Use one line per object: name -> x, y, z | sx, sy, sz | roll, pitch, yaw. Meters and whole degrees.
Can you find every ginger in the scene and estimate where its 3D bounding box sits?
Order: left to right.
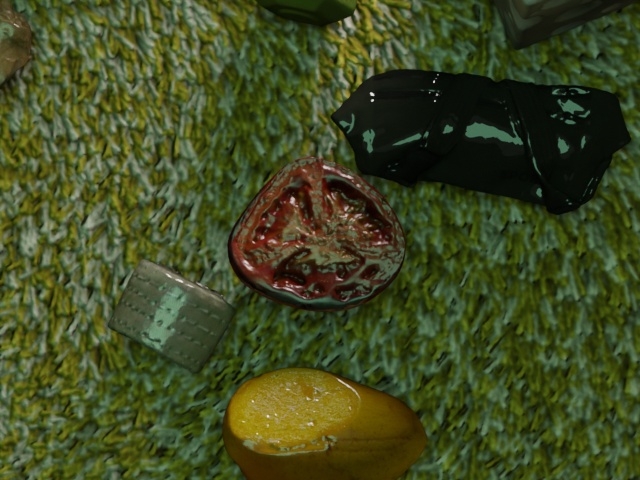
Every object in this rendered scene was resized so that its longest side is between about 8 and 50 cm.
ginger -> -0.415, -0.250, 1.878 | 0.137, 0.074, 0.213 | -37, 88, -10

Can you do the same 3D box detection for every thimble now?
thimble -> -0.160, 0.080, 1.821 | 0.115, 0.102, 0.090 | 29, 86, -24

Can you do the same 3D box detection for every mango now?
mango -> 0.005, 0.209, 1.803 | 0.217, 0.102, 0.141 | 0, 61, 0

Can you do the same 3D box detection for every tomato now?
tomato -> 0.001, 0.008, 1.826 | 0.174, 0.082, 0.166 | 35, 81, 10

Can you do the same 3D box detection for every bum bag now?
bum bag -> 0.172, -0.110, 1.831 | 0.326, 0.079, 0.142 | 6, 82, 4

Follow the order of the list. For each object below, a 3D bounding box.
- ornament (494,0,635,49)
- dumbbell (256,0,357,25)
ornament -> 0.273, -0.370, 1.768 | 0.240, 0.239, 0.239 | -22, 84, 1
dumbbell -> 0.008, -0.388, 1.849 | 0.121, 0.108, 0.302 | 13, 86, 4
